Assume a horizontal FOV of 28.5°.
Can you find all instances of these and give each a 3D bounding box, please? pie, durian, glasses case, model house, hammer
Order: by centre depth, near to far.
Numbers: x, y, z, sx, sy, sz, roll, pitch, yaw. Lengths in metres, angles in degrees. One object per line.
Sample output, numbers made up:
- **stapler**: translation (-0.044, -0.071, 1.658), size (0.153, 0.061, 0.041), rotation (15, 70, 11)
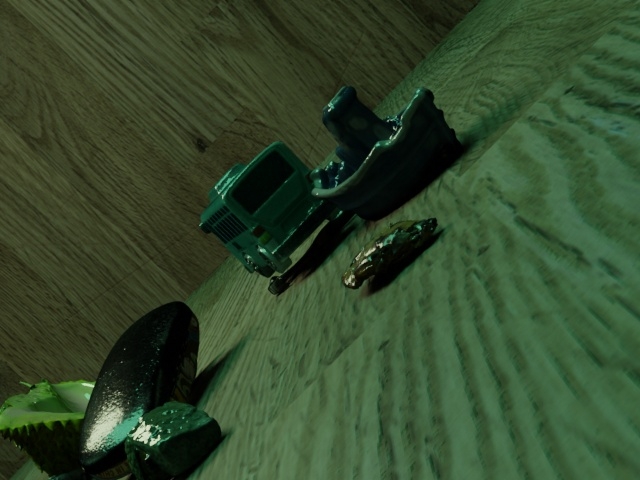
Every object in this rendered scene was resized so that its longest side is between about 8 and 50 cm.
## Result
- **pie**: translation (0.056, 0.010, 1.150), size (0.092, 0.034, 0.170), rotation (-43, 5, -12)
- **model house**: translation (-0.136, 0.194, 1.180), size (0.079, 0.066, 0.083), rotation (-36, 19, -22)
- **glasses case**: translation (-0.219, 0.178, 1.556), size (0.122, 0.082, 0.321), rotation (-35, 20, 18)
- **hammer**: translation (0.000, 0.000, 1.731), size (0.201, 0.021, 0.078), rotation (-46, 5, 4)
- **durian**: translation (-0.388, 0.265, 1.942), size (0.157, 0.169, 0.355), rotation (-48, 6, -2)

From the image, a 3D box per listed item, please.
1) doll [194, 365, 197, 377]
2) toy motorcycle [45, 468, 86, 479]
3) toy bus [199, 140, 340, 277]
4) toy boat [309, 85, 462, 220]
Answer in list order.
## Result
- **doll**: translation (-0.236, 0.202, 1.740), size (0.180, 0.075, 0.120), rotation (-44, 12, 31)
- **toy motorcycle**: translation (-0.421, 0.388, 1.807), size (0.193, 0.061, 0.124), rotation (-35, -11, 4)
- **toy bus**: translation (-0.076, -0.041, 1.725), size (0.128, 0.147, 0.256), rotation (-46, 6, -13)
- **toy boat**: translation (0.057, -0.110, 1.474), size (0.129, 0.142, 0.309), rotation (-51, 8, -25)
